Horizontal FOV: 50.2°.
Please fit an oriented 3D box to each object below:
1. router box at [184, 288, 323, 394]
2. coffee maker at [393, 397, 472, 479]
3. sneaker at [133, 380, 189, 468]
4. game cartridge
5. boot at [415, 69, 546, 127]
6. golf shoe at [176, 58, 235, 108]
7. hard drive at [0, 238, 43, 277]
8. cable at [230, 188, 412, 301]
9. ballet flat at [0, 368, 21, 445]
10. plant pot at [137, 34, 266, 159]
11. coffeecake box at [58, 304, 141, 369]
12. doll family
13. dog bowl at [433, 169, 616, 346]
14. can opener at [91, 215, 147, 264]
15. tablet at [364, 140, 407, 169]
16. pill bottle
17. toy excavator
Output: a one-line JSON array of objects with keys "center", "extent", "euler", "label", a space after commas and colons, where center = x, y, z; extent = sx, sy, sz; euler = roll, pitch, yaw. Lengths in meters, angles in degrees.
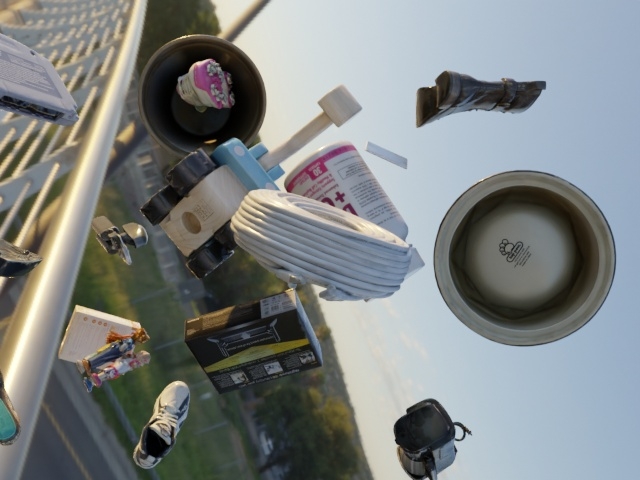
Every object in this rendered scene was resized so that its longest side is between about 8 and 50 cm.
[{"center": [-0.174, 0.275, 1.827], "extent": [0.081, 0.308, 0.243], "euler": [-100, 172, -50], "label": "router box"}, {"center": [0.238, 0.414, 1.468], "extent": [0.120, 0.171, 0.178], "euler": [32, -25, 27], "label": "coffee maker"}, {"center": [-0.394, 0.467, 1.749], "extent": [0.094, 0.235, 0.153], "euler": [36, -26, -10], "label": "sneaker"}, {"center": [-0.655, -0.353, 1.449], "extent": [0.196, 0.060, 0.294], "euler": [61, 15, 11], "label": "game cartridge"}, {"center": [0.345, -0.303, 1.522], "extent": [0.263, 0.229, 0.091], "euler": [161, -70, -75], "label": "boot"}, {"center": [-0.301, -0.378, 1.705], "extent": [0.306, 0.140, 0.115], "euler": [-55, 141, -86], "label": "golf shoe"}, {"center": [-0.755, 0.030, 1.573], "extent": [0.054, 0.172, 0.254], "euler": [-64, -175, -3], "label": "hard drive"}, {"center": [0.000, 0.000, 0.957], "extent": [0.257, 0.089, 0.257], "euler": [28, 12, 38], "label": "cable"}, {"center": [-0.637, 0.308, 1.322], "extent": [0.206, 0.073, 0.067], "euler": [60, -29, 22], "label": "ballet flat"}, {"center": [-0.324, -0.374, 1.859], "extent": [0.280, 0.323, 0.323], "euler": [-148, -141, -76], "label": "plant pot"}, {"center": [-0.618, 0.280, 1.920], "extent": [0.142, 0.185, 0.068], "euler": [-68, -158, 3], "label": "coffeecake box"}, {"center": [-0.501, 0.275, 1.669], "extent": [0.118, 0.163, 0.263], "euler": [63, -29, 1], "label": "doll family"}, {"center": [0.476, 0.040, 1.636], "extent": [0.150, 0.408, 0.408], "euler": [-15, 86, -80], "label": "dog bowl"}, {"center": [-0.499, -0.011, 1.711], "extent": [0.283, 0.095, 0.076], "euler": [26, -45, 60], "label": "can opener"}, {"center": [0.119, -0.154, 1.235], "extent": [0.054, 0.083, 0.006], "euler": [-73, -173, -64], "label": "tablet"}, {"center": [0.067, -0.035, 1.304], "extent": [0.283, 0.160, 0.160], "euler": [57, -6, 10], "label": "pill bottle"}, {"center": [-0.144, -0.169, 1.613], "extent": [0.222, 0.433, 0.445], "euler": [49, 43, -4], "label": "toy excavator"}]
